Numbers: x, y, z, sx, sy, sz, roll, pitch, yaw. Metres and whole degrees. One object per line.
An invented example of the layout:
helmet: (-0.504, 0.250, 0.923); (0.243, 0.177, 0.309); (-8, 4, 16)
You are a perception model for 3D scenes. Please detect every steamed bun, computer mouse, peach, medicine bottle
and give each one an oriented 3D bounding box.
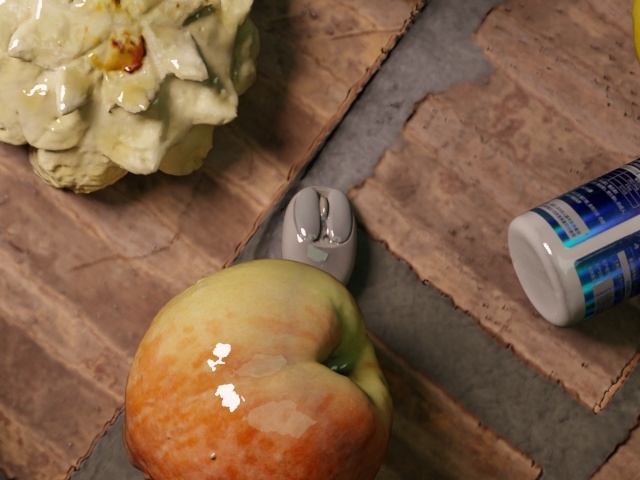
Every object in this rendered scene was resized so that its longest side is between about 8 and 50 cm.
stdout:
steamed bun: (-0.176, -0.183, 1.413); (0.292, 0.137, 0.295); (25, 92, -19)
computer mouse: (0.000, 0.000, 1.515); (0.066, 0.039, 0.096); (5, 86, -12)
peach: (-0.060, 0.130, 1.433); (0.232, 0.232, 0.233); (0, 88, -12)
medicine bottle: (0.267, -0.008, 1.538); (0.191, 0.107, 0.107); (-25, 93, -12)

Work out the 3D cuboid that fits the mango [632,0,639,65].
mango: (0.354, -0.158, 1.579); (0.191, 0.085, 0.122); (31, 92, 0)
